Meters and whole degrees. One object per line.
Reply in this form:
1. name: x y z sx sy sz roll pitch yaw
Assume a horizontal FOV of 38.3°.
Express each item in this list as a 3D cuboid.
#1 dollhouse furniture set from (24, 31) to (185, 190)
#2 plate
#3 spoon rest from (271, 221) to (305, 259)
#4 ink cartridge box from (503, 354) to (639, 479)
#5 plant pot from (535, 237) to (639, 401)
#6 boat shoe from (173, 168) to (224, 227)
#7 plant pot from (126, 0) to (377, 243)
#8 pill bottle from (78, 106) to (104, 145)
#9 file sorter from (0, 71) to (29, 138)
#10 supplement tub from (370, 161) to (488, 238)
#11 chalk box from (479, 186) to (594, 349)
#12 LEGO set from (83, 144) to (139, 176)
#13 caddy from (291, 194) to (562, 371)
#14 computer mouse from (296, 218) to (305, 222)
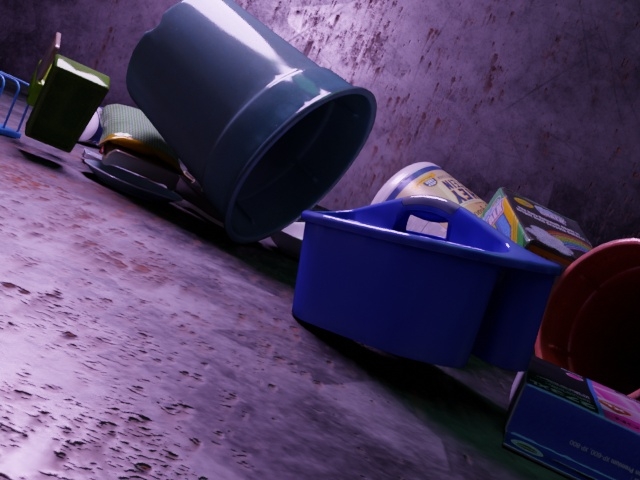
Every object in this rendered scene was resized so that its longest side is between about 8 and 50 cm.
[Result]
1. dollhouse furniture set: -0.364 -0.242 1.677 0.301 0.151 0.197 22 30 -27
2. plate: -0.340 -0.101 1.667 0.188 0.024 0.188 23 6 -2
3. spoon rest: 0.000 0.000 1.793 0.137 0.084 0.276 26 5 30
4. ink cartridge box: 0.307 0.212 1.064 0.176 0.069 0.371 24 7 12
5. plant pot: 0.527 0.174 1.439 0.265 0.272 0.272 29 1 -31
6. boat shoe: -0.192 -0.070 1.744 0.228 0.068 0.081 26 6 29
7. plant pot: -0.137 -0.230 1.599 0.334 0.341 0.341 45 12 19
8. pill bottle: -0.553 -0.276 2.171 0.094 0.094 0.169 24 5 13
9. file sorter: -0.623 -0.264 1.665 0.118 0.104 0.170 26 5 21
10. supplement tub: 0.270 0.006 1.921 0.316 0.228 0.228 42 14 29
11. chalk box: 0.364 0.039 1.650 0.180 0.179 0.289 24 22 -13
12. LEGO set: -0.402 -0.167 1.925 0.182 0.060 0.244 25 4 -18
13. caddy: 0.118 0.034 1.104 0.241 0.179 0.341 11 2 -41
14. computer mouse: -0.135 -0.069 2.066 0.272 0.072 0.188 39 10 26
